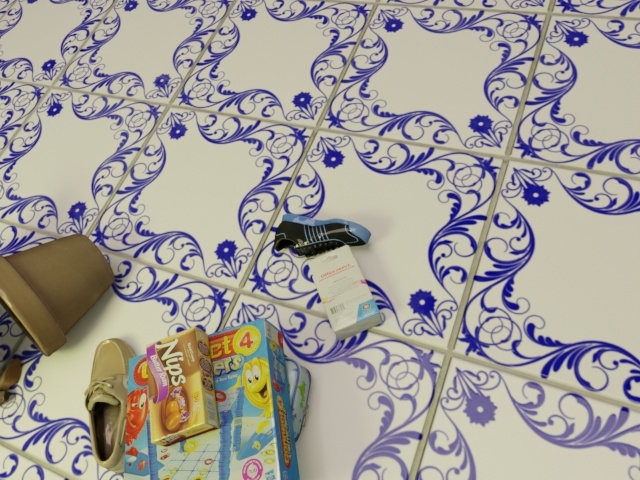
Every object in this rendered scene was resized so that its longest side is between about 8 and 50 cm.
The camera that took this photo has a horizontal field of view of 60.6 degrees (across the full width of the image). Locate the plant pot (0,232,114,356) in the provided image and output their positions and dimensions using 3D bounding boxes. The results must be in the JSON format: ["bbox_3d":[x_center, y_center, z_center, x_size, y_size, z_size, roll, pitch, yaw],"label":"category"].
[{"bbox_3d":[-0.625,0.105,1.295,0.263,0.263,0.229,33,55,29],"label":"plant pot"}]

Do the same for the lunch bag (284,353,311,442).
[{"bbox_3d":[-0.133,0.314,1.103,0.219,0.090,0.176,0,63,20],"label":"lunch bag"}]

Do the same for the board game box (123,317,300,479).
[{"bbox_3d":[-0.209,0.333,1.016,0.308,0.086,0.302,-19,56,12],"label":"board game box"}]

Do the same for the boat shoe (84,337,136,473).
[{"bbox_3d":[-0.449,0.338,1.174,0.109,0.098,0.302,-20,58,3],"label":"boat shoe"}]

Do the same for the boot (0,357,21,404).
[{"bbox_3d":[-0.766,0.341,1.297,0.087,0.042,0.118,-12,51,18],"label":"boot"}]

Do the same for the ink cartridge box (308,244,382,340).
[{"bbox_3d":[0.052,0.111,1.190,0.104,0.061,0.181,-23,58,1],"label":"ink cartridge box"}]

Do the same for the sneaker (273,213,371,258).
[{"bbox_3d":[0.000,0.000,1.263,0.232,0.081,0.090,7,66,27],"label":"sneaker"}]

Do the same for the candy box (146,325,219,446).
[{"bbox_3d":[-0.252,0.261,0.990,0.109,0.053,0.186,-22,57,10],"label":"candy box"}]
